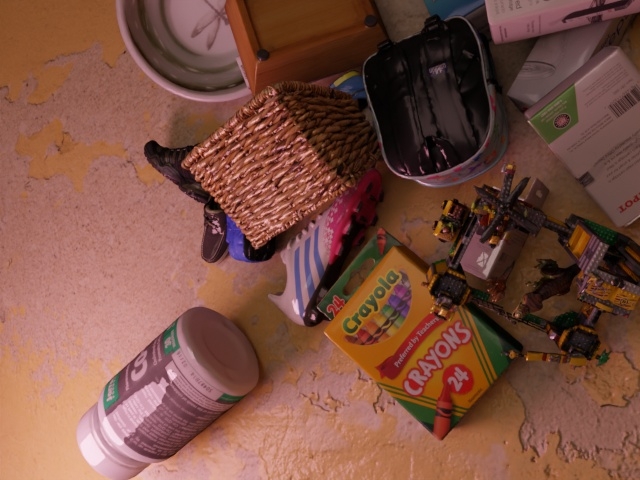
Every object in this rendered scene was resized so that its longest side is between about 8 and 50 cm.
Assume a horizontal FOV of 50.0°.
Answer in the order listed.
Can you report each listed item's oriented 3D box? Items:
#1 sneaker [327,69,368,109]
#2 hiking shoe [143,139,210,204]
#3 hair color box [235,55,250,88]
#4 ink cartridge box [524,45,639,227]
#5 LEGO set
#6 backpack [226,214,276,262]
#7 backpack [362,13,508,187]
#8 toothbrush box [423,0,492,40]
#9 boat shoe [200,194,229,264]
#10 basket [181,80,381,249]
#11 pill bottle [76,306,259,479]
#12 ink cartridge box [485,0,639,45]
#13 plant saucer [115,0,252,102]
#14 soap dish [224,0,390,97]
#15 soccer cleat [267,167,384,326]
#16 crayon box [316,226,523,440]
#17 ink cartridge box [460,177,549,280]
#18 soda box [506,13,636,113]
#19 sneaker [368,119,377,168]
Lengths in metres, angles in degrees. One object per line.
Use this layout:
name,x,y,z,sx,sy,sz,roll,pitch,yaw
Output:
sneaker,0.016,-0.245,1.370,0.209,0.069,0.082,-37,69,20
hiking shoe,-0.302,-0.177,1.551,0.227,0.086,0.114,38,88,24
hair color box,-0.098,-0.375,1.435,0.141,0.043,0.072,-21,97,4
ink cartridge box,0.440,-0.154,1.032,0.160,0.092,0.219,-39,96,19
LEGO set,0.313,0.061,0.980,0.331,0.192,0.255,30,107,-3
backpack,-0.142,-0.014,1.411,0.101,0.098,0.120,-5,87,51
backpack,0.205,-0.219,1.179,0.225,0.191,0.253,-19,70,27
toothbrush box,0.271,-0.520,1.230,0.216,0.126,0.295,-29,69,23
boat shoe,-0.218,-0.059,1.473,0.080,0.073,0.223,21,92,32
basket,-0.060,-0.167,1.263,0.299,0.213,0.223,-32,103,41
pill bottle,-0.313,0.316,1.388,0.361,0.204,0.204,-42,63,18
ink cartridge box,0.378,-0.431,1.027,0.273,0.114,0.197,-10,86,17
plant saucer,-0.233,-0.502,1.486,0.400,0.100,0.400,0,101,0
soap dish,-0.027,-0.426,1.339,0.291,0.118,0.229,-18,72,-1
soccer cleat,0.000,0.000,1.305,0.143,0.116,0.331,27,96,27
crayon box,0.152,0.151,1.167,0.318,0.081,0.202,41,103,15
ink cartridge box,0.303,-0.022,1.137,0.061,0.104,0.181,28,96,30
soda box,0.427,-0.333,1.125,0.098,0.091,0.286,34,99,31
sneaker,0.118,-0.188,1.316,0.069,0.038,0.098,-6,79,31
